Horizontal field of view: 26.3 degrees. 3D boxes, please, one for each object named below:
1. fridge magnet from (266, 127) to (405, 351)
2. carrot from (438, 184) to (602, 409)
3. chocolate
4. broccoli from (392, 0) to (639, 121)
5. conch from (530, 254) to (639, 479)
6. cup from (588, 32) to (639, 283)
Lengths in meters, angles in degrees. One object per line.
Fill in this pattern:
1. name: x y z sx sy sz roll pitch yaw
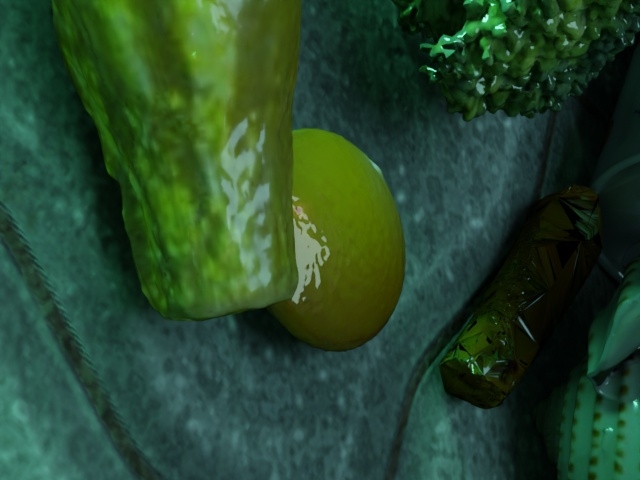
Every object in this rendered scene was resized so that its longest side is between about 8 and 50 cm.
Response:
1. fridge magnet: 0.000 0.000 0.861 0.143 0.063 0.143 16 69 -46
2. carrot: 0.157 0.040 1.034 0.069 0.069 0.229 59 46 -22
3. chocolate: -0.094 -0.177 0.744 0.162 0.162 0.445 -11 95 -49
4. broccoli: 0.112 -0.266 0.904 0.302 0.249 0.375 -12 96 -52
5. conch: 0.326 0.112 1.038 0.319 0.215 0.303 -2 107 -9
6. cup: 0.365 -0.118 1.184 0.212 0.212 0.317 47 50 -31
